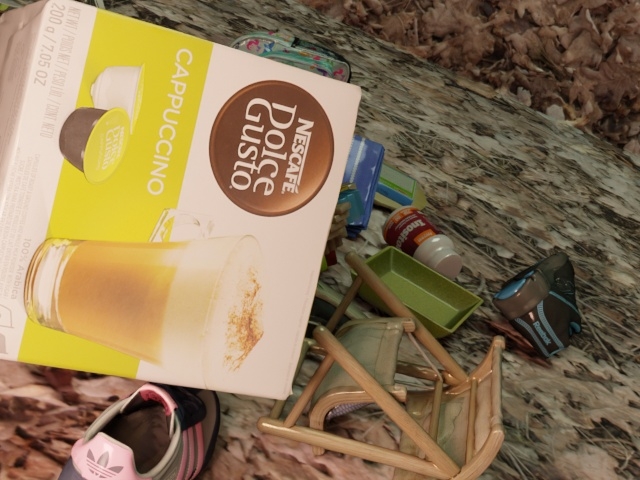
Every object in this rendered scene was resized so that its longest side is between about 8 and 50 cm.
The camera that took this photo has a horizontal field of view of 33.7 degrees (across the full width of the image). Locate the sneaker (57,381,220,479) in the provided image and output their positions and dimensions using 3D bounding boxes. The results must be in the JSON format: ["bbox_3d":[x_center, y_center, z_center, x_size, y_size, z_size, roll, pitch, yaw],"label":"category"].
[{"bbox_3d":[-0.161,0.188,1.062,0.112,0.131,0.319,25,22,2],"label":"sneaker"}]

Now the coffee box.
[{"bbox_3d":[-0.199,-0.049,1.154,0.334,0.337,0.338,13,2,-26],"label":"coffee box"}]

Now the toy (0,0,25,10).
[{"bbox_3d":[-0.721,-0.490,2.099,0.137,0.056,0.237,32,18,27],"label":"toy"}]

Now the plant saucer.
[{"bbox_3d":[0.151,0.091,1.710,0.188,0.045,0.188,31,23,15],"label":"plant saucer"}]

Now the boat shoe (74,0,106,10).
[{"bbox_3d":[-0.519,-0.507,2.312,0.070,0.078,0.219,11,28,-33],"label":"boat shoe"}]

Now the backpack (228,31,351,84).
[{"bbox_3d":[-0.086,-0.295,2.095,0.253,0.225,0.191,21,17,2],"label":"backpack"}]

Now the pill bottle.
[{"bbox_3d":[0.182,0.010,1.868,0.086,0.086,0.152,6,29,-39],"label":"pill bottle"}]

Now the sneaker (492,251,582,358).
[{"bbox_3d":[0.393,0.115,1.860,0.139,0.125,0.341,57,25,4],"label":"sneaker"}]

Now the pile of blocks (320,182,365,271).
[{"bbox_3d":[0.000,0.000,1.650,0.149,0.112,0.362,-9,13,28],"label":"pile of blocks"}]

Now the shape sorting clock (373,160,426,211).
[{"bbox_3d":[0.122,-0.118,2.150,0.206,0.040,0.206,24,23,-11],"label":"shape sorting clock"}]

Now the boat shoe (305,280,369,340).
[{"bbox_3d":[-0.003,0.104,1.492,0.233,0.079,0.084,31,9,-29],"label":"boat shoe"}]

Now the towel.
[{"bbox_3d":[-0.051,-0.154,1.926,0.336,0.040,0.243,22,50,-6],"label":"towel"}]

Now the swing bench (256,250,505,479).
[{"bbox_3d":[0.089,0.178,1.311,0.255,0.165,0.253,30,22,-1],"label":"swing bench"}]
